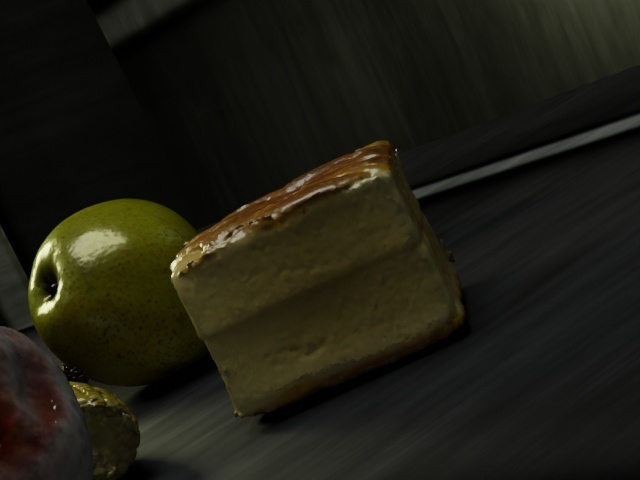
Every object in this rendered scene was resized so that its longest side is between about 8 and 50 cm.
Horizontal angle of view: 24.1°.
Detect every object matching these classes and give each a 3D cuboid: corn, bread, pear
[{"bbox_3d":[-0.296,0.223,1.694,0.131,0.131,0.344,-29,9,-26],"label":"corn"},{"bbox_3d":[-0.001,0.038,1.640,0.279,0.207,0.279,-24,7,10],"label":"bread"},{"bbox_3d":[-0.272,0.074,2.122,0.294,0.294,0.294,-26,6,3],"label":"pear"}]

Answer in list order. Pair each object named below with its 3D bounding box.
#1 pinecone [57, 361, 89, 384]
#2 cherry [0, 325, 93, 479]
[{"bbox_3d":[-0.349,0.222,2.029,0.102,0.102,0.109,-18,45,52],"label":"pinecone"},{"bbox_3d":[-0.347,0.214,1.242,0.326,0.291,0.335,-49,1,-25],"label":"cherry"}]
